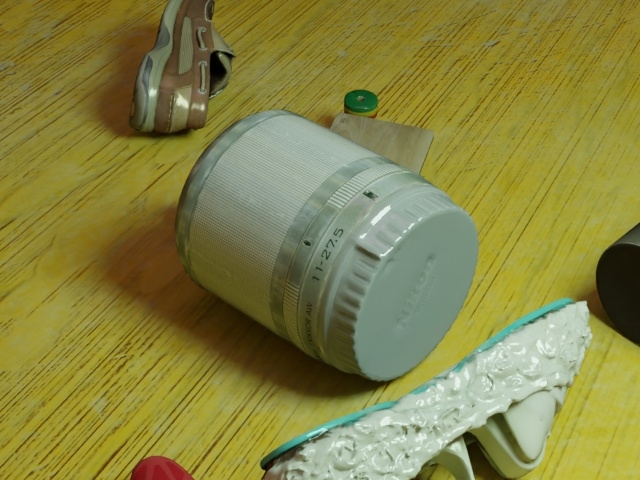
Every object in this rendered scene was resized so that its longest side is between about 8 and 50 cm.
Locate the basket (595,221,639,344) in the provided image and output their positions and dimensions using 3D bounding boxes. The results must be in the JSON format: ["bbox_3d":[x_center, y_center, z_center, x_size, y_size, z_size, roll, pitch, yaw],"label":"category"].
[{"bbox_3d":[0.431,0.020,1.529,0.227,0.154,0.204,-24,41,-31],"label":"basket"}]

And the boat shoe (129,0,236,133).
[{"bbox_3d":[-0.179,-0.243,1.910,0.117,0.123,0.324,12,39,-1],"label":"boat shoe"}]

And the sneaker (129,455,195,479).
[{"bbox_3d":[-0.114,0.230,1.156,0.087,0.128,0.221,-10,35,-20],"label":"sneaker"}]

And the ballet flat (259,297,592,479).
[{"bbox_3d":[0.124,0.188,1.279,0.409,0.147,0.147,-23,42,-31],"label":"ballet flat"}]

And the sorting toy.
[{"bbox_3d":[0.064,-0.094,1.745,0.132,0.046,0.274,11,41,11],"label":"sorting toy"}]

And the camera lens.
[{"bbox_3d":[0.000,0.000,1.442,0.274,0.219,0.219,29,40,33],"label":"camera lens"}]
